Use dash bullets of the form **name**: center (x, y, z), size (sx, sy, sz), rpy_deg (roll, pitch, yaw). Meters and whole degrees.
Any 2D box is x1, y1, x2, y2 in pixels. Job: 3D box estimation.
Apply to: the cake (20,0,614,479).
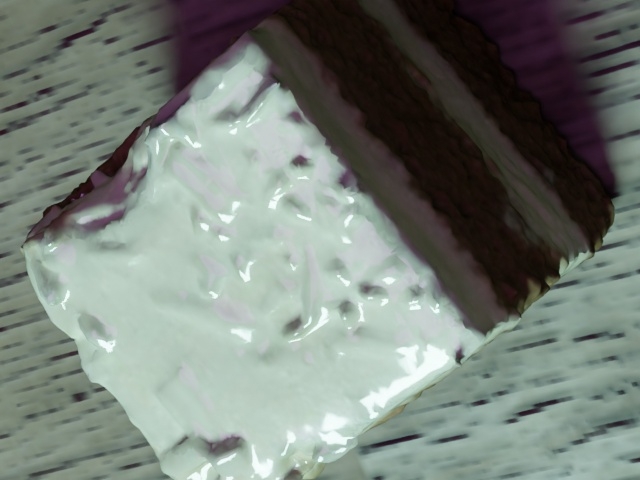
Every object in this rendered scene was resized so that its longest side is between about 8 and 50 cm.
- **cake**: center (0.000, 0.000, 0.595), size (0.135, 0.147, 0.134), rpy_deg (-37, 96, 28)
